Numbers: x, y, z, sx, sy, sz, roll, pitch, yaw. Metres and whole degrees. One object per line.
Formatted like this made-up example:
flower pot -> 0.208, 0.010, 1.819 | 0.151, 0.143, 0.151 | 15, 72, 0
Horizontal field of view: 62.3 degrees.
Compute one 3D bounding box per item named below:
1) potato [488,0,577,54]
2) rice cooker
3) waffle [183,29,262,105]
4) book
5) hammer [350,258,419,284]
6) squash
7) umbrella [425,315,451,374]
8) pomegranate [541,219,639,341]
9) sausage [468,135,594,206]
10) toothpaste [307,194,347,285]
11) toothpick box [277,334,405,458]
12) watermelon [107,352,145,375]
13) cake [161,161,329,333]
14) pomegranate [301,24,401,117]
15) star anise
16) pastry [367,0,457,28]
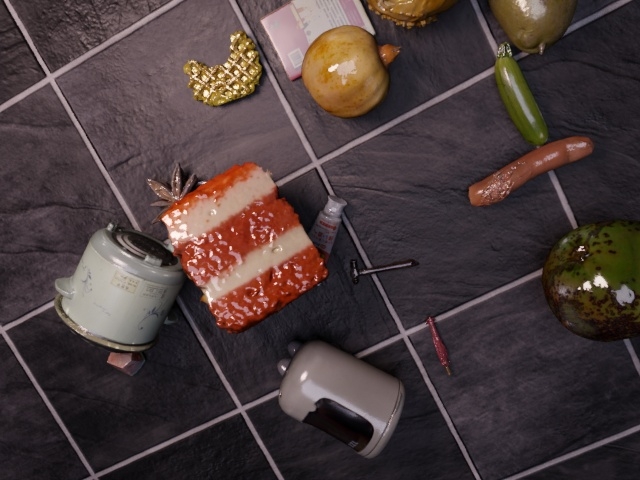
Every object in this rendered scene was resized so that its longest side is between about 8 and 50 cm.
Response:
potato -> 0.461, -0.526, 1.151 | 0.174, 0.159, 0.252 | -13, 88, 33
rice cooker -> -0.483, 0.128, 1.296 | 0.316, 0.264, 0.317 | -13, 120, -25
waffle -> -0.233, -0.410, 1.277 | 0.193, 0.051, 0.149 | -14, 99, 12
book -> -0.007, -0.507, 1.255 | 0.231, 0.022, 0.162 | -27, 100, 9
hammer -> 0.162, 0.068, 1.352 | 0.178, 0.021, 0.065 | -10, 99, 6
squash -> 0.459, -0.332, 1.231 | 0.066, 0.066, 0.252 | -27, 96, 9
umbrella -> 0.309, 0.273, 1.378 | 0.027, 0.025, 0.165 | -17, 97, 27
pomegranate -> 0.683, 0.112, 1.221 | 0.340, 0.285, 0.285 | 30, 103, -28
sausage -> 0.491, -0.167, 1.253 | 0.304, 0.078, 0.078 | -29, 97, 10
toothpaste -> 0.000, 0.000, 1.341 | 0.089, 0.057, 0.234 | 24, 112, 2
toothpick box -> 0.037, 0.371, 1.335 | 0.316, 0.229, 0.229 | 28, 102, 0
watermelon -> -0.529, 0.331, 1.433 | 0.084, 0.072, 0.093 | -2, 106, 22
cake -> -0.178, 0.026, 1.210 | 0.270, 0.269, 0.320 | -31, 86, -14
pomegranate -> 0.059, -0.378, 1.191 | 0.206, 0.207, 0.207 | 1, 101, 4
star anise -> -0.357, -0.099, 1.340 | 0.195, 0.065, 0.182 | 36, 104, -14
pastry -> 0.224, -0.601, 1.146 | 0.311, 0.162, 0.255 | -42, 72, 4
